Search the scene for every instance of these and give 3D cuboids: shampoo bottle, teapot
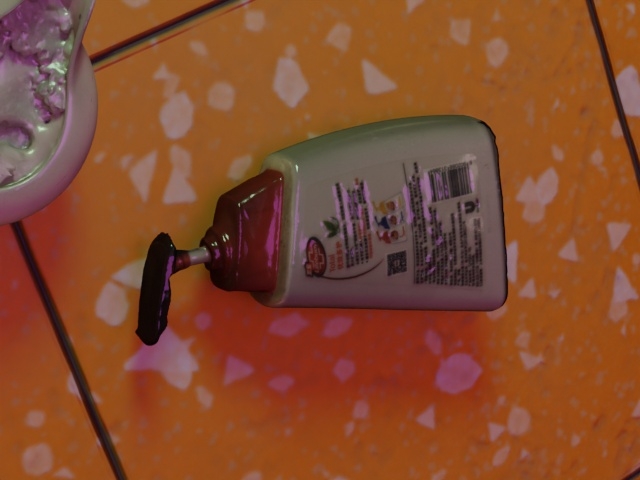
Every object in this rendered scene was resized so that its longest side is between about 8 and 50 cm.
[{"bbox_3d":[0.000,0.000,1.178,0.284,0.071,0.153,-11,104,-28],"label":"shampoo bottle"},{"bbox_3d":[-0.211,-0.072,1.026,0.145,0.092,0.226,26,83,-28],"label":"teapot"}]
